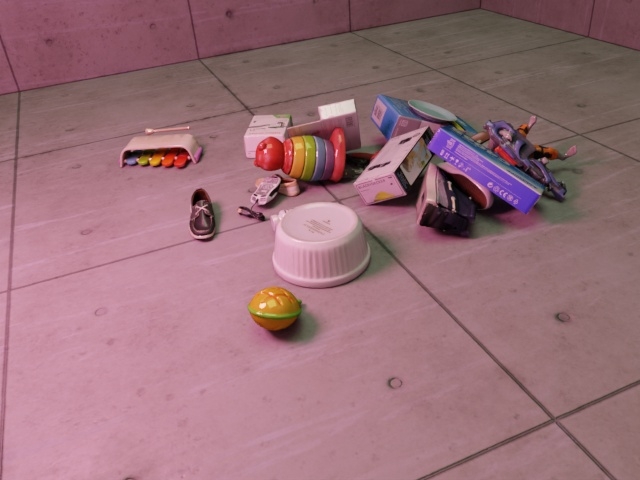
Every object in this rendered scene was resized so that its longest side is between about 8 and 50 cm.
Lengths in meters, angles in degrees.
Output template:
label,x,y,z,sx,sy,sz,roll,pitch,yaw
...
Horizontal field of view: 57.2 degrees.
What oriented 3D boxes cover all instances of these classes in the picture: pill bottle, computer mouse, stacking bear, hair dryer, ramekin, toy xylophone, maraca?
label,x,y,z,sx,sy,sz,roll,pitch,yaw
pill bottle,-0.086,-0.064,1.765,0.120,0.067,0.067,-14,34,-14
computer mouse,-0.184,-0.136,1.902,0.105,0.042,0.193,10,48,31
stacking bear,-0.076,-0.282,1.962,0.288,0.175,0.164,2,60,-17
hair dryer,0.179,-0.304,2.092,0.293,0.080,0.224,-7,31,-6
ramekin,0.000,0.000,1.599,0.272,0.127,0.273,-3,32,2
toy xylophone,-0.615,-0.363,2.288,0.322,0.081,0.236,2,33,11
maraca,-0.105,0.157,1.403,0.127,0.099,0.186,10,9,5

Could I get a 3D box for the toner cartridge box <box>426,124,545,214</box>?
label,x,y,z,sx,sy,sz,roll,pitch,yaw
toner cartridge box,0.496,-0.218,1.750,0.347,0.075,0.165,37,26,12

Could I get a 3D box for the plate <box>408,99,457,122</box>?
label,x,y,z,sx,sy,sz,roll,pitch,yaw
plate,0.403,-0.464,2.132,0.188,0.024,0.188,14,28,-8

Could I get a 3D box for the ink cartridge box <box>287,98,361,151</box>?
label,x,y,z,sx,sy,sz,roll,pitch,yaw
ink cartridge box,0.017,-0.379,2.058,0.238,0.275,0.060,-11,72,3

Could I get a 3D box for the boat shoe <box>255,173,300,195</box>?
label,x,y,z,sx,sy,sz,roll,pitch,yaw
boat shoe,-0.146,-0.197,1.987,0.169,0.059,0.063,12,36,24

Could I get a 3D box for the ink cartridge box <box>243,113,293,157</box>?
label,x,y,z,sx,sy,sz,roll,pitch,yaw
ink cartridge box,-0.199,-0.410,2.296,0.160,0.093,0.219,-2,32,6

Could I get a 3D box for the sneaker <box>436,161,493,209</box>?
label,x,y,z,sx,sy,sz,roll,pitch,yaw
sneaker,0.479,-0.192,1.852,0.123,0.106,0.290,-17,33,-13

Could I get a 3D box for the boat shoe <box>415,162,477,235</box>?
label,x,y,z,sx,sy,sz,roll,pitch,yaw
boat shoe,0.379,-0.120,1.769,0.158,0.127,0.341,18,33,1

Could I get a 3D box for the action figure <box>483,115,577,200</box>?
label,x,y,z,sx,sy,sz,roll,pitch,yaw
action figure,0.673,-0.247,1.914,0.330,0.179,0.341,-25,70,-24

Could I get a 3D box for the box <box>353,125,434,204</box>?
label,x,y,z,sx,sy,sz,roll,pitch,yaw
box,0.248,-0.242,1.890,0.169,0.087,0.290,-13,28,43

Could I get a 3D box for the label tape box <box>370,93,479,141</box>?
label,x,y,z,sx,sy,sz,roll,pitch,yaw
label tape box,0.390,-0.426,2.203,0.347,0.115,0.249,10,28,-20

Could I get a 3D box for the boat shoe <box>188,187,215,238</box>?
label,x,y,z,sx,sy,sz,roll,pitch,yaw
boat shoe,-0.372,-0.083,1.826,0.083,0.079,0.233,-7,34,-7

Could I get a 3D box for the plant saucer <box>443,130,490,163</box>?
label,x,y,z,sx,sy,sz,roll,pitch,yaw
plant saucer,0.505,-0.326,2.015,0.198,0.036,0.198,-29,-2,-1
